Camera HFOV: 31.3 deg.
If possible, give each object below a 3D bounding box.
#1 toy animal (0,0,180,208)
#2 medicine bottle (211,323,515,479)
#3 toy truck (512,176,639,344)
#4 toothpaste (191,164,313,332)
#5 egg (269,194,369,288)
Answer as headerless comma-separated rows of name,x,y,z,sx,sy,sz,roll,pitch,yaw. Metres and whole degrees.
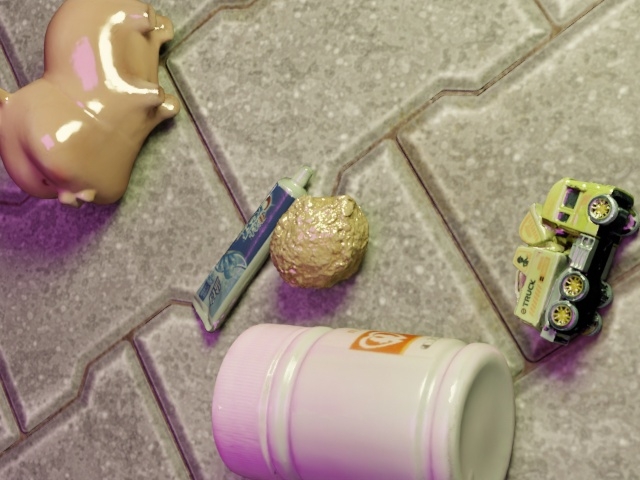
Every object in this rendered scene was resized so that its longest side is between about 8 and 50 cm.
toy animal,-0.343,-0.206,1.660,0.269,0.237,0.326,-6,74,20
medicine bottle,0.053,0.207,1.363,0.316,0.202,0.202,4,84,30
toy truck,0.283,0.020,1.330,0.116,0.085,0.191,22,95,36
toothpaste,-0.092,0.006,1.572,0.069,0.047,0.268,40,106,16
egg,0.000,0.000,1.476,0.140,0.118,0.116,-38,48,10
